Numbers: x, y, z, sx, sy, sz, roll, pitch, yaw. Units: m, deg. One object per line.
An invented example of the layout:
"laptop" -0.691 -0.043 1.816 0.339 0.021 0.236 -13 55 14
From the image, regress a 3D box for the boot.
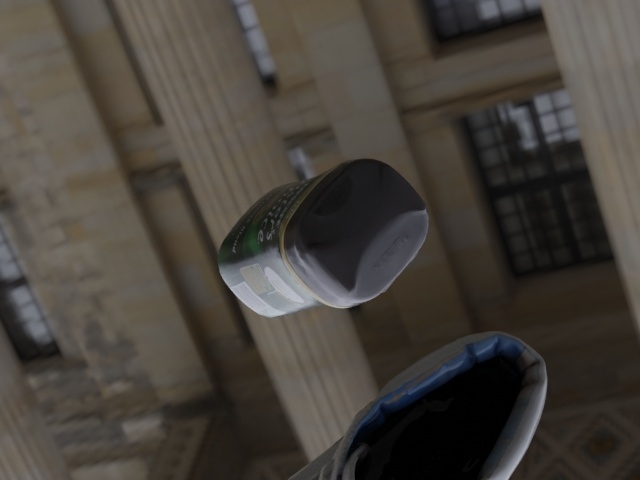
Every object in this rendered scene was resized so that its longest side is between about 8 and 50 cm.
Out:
"boot" -0.004 0.134 0.705 0.095 0.123 0.258 41 -118 13

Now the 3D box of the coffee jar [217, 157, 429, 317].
"coffee jar" 0.000 0.000 1.106 0.096 0.079 0.184 -49 -168 -18
